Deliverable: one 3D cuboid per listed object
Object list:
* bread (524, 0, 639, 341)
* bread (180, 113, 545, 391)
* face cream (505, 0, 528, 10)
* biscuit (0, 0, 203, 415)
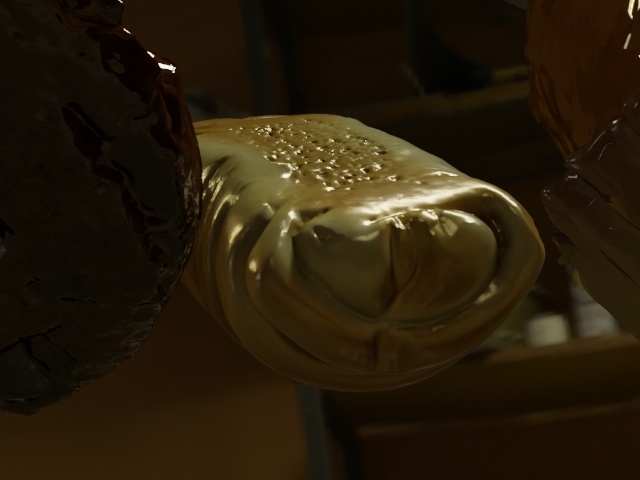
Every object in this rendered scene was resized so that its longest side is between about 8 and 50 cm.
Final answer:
[{"bbox_3d":[0.181,-0.070,0.435,0.236,0.183,0.388,-33,6,22],"label":"bread"},{"bbox_3d":[0.000,0.000,0.953,0.172,0.121,0.311,-7,16,-17],"label":"bread"},{"bbox_3d":[0.221,-0.387,1.669,0.225,0.249,0.249,-50,-26,-2],"label":"face cream"},{"bbox_3d":[-0.125,-0.020,0.452,0.192,0.049,0.192,4,-53,5],"label":"biscuit"}]
